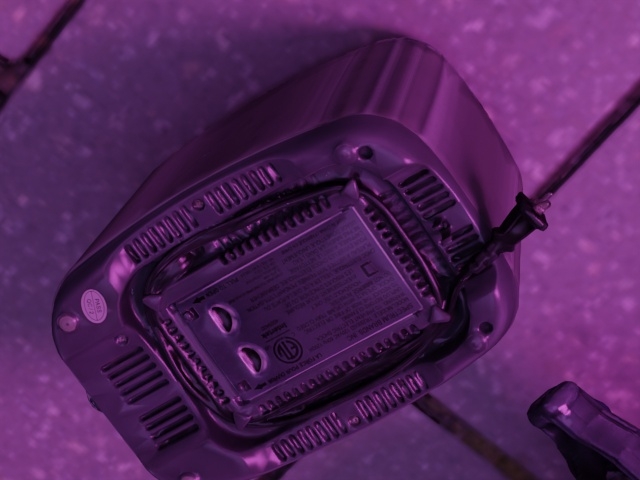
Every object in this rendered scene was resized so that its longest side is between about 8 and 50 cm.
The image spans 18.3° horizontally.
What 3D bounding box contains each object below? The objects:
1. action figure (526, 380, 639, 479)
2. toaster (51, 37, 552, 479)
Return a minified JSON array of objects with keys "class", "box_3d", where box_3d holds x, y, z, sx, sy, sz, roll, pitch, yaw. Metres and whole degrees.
[{"class":"action figure","box_3d":[0.179,0.246,0.868,0.341,0.178,0.330,37,147,19]},{"class":"toaster","box_3d":[0.000,0.000,0.865,0.227,0.146,0.129,-30,107,21]}]
